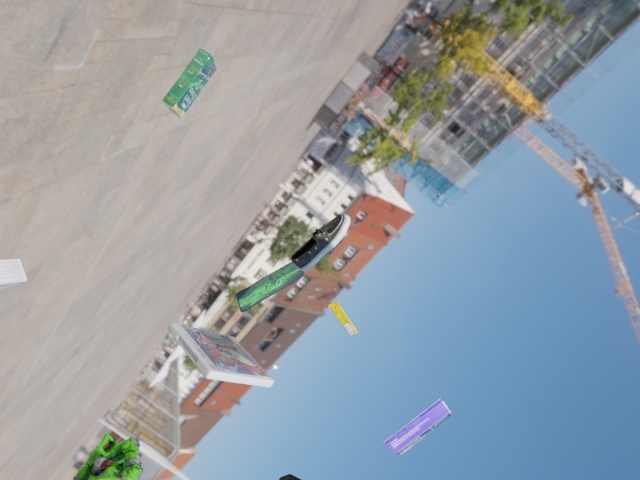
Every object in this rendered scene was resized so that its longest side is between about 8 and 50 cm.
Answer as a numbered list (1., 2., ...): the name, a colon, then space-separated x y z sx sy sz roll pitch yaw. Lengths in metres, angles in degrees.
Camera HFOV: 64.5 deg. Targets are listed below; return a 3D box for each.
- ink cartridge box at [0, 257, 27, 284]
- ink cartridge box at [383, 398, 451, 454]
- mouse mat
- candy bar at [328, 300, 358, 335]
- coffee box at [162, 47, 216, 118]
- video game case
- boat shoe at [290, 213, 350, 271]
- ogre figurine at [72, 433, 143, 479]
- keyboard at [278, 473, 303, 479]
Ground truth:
1. ink cartridge box: -0.841 0.108 1.086 0.261 0.066 0.296 -18 179 0
2. ink cartridge box: 0.291 0.550 1.487 0.206 0.045 0.208 -38 151 0
3. mouse mat: -0.120 0.110 1.251 0.190 0.007 0.152 -29 160 -15
4. candy bar: 0.081 0.271 1.740 0.040 0.161 0.018 -25 -151 16
5. coffee box: -0.363 -0.436 1.419 0.184 0.040 0.113 -55 -177 -5
6. video game case: -0.222 0.257 1.135 0.183 0.201 0.023 35 -87 40
7. boat shoe: 0.000 0.000 0.980 0.142 0.040 0.049 -48 -148 7
8. ogre figurine: -0.485 0.516 1.162 0.197 0.097 0.118 -40 -157 23
9. keyboard: 0.016 0.461 0.672 0.317 0.033 0.201 11 -135 37
